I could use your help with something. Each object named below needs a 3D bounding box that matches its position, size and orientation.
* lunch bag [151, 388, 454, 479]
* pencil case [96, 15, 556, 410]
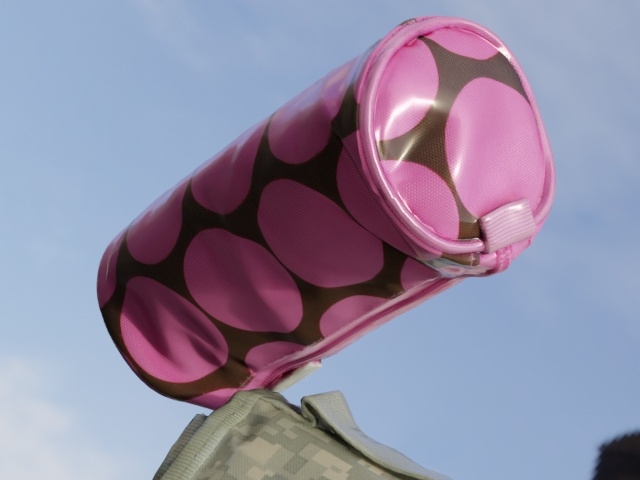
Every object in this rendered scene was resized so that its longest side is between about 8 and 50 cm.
[{"bbox_3d":[0.007,0.221,0.647,0.235,0.287,0.169,27,9,26],"label":"lunch bag"},{"bbox_3d":[0.000,0.000,0.669,0.209,0.095,0.098,-35,-110,52],"label":"pencil case"}]
